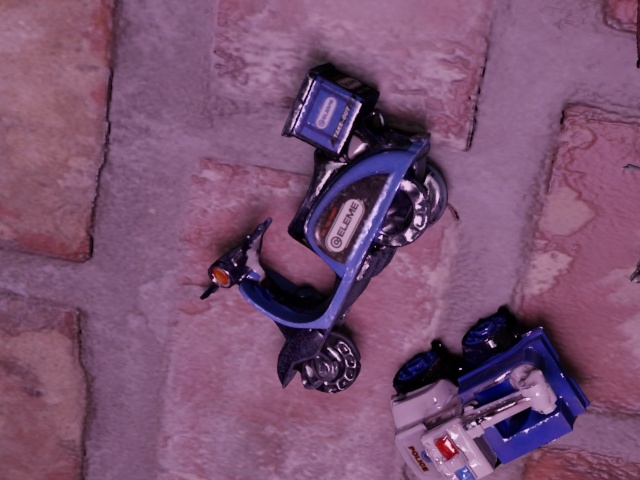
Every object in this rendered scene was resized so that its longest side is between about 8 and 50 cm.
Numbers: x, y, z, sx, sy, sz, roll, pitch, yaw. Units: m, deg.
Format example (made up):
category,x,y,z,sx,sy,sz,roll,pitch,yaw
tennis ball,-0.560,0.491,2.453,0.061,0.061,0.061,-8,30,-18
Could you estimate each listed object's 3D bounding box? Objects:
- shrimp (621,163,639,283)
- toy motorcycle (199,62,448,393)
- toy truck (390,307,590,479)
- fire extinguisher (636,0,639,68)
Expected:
category,x,y,z,sx,sy,sz,roll,pitch,yaw
shrimp,0.403,-0.016,1.380,0.172,0.137,0.372,39,107,36
toy motorcycle,0.000,0.000,1.466,0.213,0.125,0.358,28,109,10
toy truck,0.182,0.196,1.459,0.213,0.177,0.161,-31,101,18
fire extinguisher,0.486,-0.247,1.300,0.337,0.106,0.147,-1,83,11
